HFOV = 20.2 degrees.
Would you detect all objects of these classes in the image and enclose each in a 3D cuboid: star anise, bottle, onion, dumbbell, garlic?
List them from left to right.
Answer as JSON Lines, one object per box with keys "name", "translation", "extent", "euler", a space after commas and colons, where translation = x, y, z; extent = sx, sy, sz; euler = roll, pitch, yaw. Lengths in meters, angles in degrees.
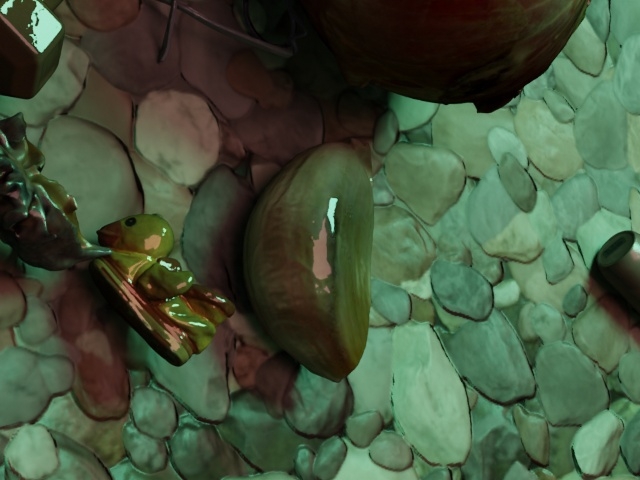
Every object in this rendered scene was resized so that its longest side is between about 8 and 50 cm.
{"name": "star anise", "translation": [-0.266, 0.023, 1.188], "extent": [0.227, 0.218, 0.148], "euler": [-28, 121, 0]}
{"name": "dumbbell", "translation": [-0.183, -0.200, 1.288], "extent": [0.082, 0.092, 0.231], "euler": [31, 54, 3]}
{"name": "garlic", "translation": [-0.009, 0.002, 1.379], "extent": [0.101, 0.087, 0.196], "euler": [30, 55, -46]}
{"name": "onion", "translation": [0.106, -0.277, 1.405], "extent": [0.353, 0.353, 0.354], "euler": [13, 69, -37]}
{"name": "bottle", "translation": [0.313, 0.051, 1.652], "extent": [0.140, 0.053, 0.053], "euler": [44, 53, -23]}

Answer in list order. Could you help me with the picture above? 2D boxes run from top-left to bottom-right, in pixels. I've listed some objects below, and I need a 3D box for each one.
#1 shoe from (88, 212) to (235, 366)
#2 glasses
{"name": "shoe", "translation": [-0.114, 0.034, 1.285], "extent": [0.069, 0.072, 0.109], "euler": [-36, 66, -19]}
{"name": "glasses", "translation": [-0.086, -0.188, 1.381], "extent": [0.104, 0.062, 0.140], "euler": [-32, 97, -40]}
